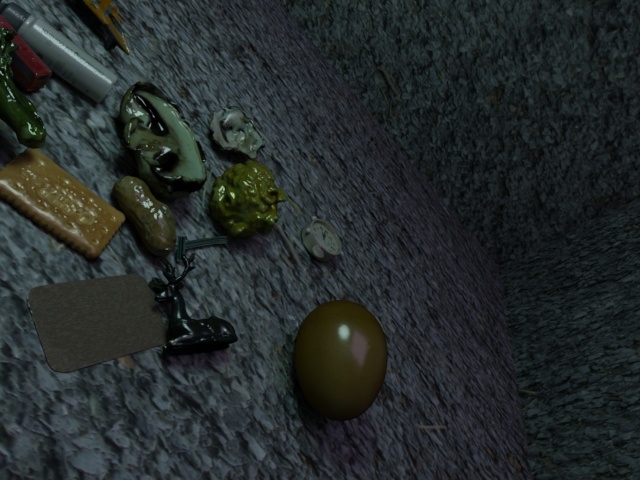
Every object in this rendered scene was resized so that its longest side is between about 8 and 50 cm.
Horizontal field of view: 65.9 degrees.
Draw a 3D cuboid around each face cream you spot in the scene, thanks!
[{"bbox_3d":[-0.660,-0.470,1.211,0.311,0.092,0.092,36,35,-29],"label":"face cream"}]

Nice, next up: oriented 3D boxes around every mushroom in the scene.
[{"bbox_3d":[-0.426,-0.244,1.286,0.247,0.130,0.344,-2,58,-59],"label":"mushroom"}]

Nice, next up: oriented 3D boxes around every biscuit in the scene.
[{"bbox_3d":[-0.546,-0.081,1.048,0.250,0.030,0.160,43,32,-22],"label":"biscuit"}]

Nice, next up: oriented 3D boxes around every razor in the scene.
[{"bbox_3d":[-0.313,0.007,1.300,0.191,0.037,0.068,-17,118,-63],"label":"razor"}]

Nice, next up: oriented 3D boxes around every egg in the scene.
[{"bbox_3d":[0.055,0.314,1.318,0.250,0.250,0.322,31,43,-37],"label":"egg"}]

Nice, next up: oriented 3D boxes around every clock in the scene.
[{"bbox_3d":[0.000,0.000,1.746,0.155,0.063,0.229,44,29,-15],"label":"clock"}]

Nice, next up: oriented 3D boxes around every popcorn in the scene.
[{"bbox_3d":[-0.203,-0.112,1.432,0.217,0.181,0.235,24,55,-49],"label":"popcorn"}]

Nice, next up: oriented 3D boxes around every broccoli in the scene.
[{"bbox_3d":[-0.648,-0.315,0.999,0.304,0.145,0.165,56,25,5],"label":"broccoli"}]

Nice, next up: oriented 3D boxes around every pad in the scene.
[{"bbox_3d":[-0.438,0.156,1.000,0.266,0.002,0.176,-6,65,-57],"label":"pad"}]

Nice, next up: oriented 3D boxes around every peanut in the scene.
[{"bbox_3d":[-0.412,-0.060,1.175,0.214,0.099,0.099,50,29,2],"label":"peanut"}]

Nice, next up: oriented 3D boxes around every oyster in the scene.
[{"bbox_3d":[-0.291,-0.358,1.651,0.223,0.083,0.214,-2,59,-50],"label":"oyster"}]

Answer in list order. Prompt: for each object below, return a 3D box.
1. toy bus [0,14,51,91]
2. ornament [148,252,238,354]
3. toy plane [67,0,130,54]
[{"bbox_3d":[-0.704,-0.432,1.118,0.192,0.077,0.065,50,27,-12],"label":"toy bus"},{"bbox_3d":[-0.295,0.139,1.150,0.202,0.080,0.236,8,54,-52],"label":"ornament"},{"bbox_3d":[-0.639,-0.658,1.429,0.204,0.103,0.316,-25,89,-58],"label":"toy plane"}]
